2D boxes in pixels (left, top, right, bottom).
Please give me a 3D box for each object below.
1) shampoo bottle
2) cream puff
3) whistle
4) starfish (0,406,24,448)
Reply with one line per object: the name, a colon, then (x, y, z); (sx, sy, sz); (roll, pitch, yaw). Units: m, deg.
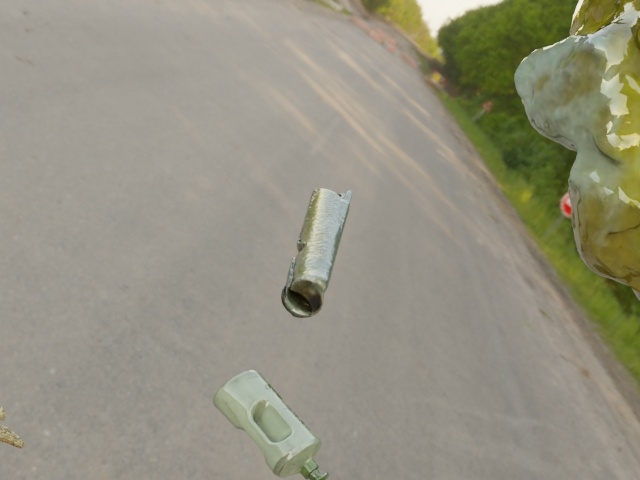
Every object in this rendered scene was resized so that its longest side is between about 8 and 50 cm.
shampoo bottle: (-0.076, 0.338, 1.340); (0.234, 0.087, 0.118); (43, 21, 23)
cream puff: (0.330, -0.072, 0.563); (0.378, 0.378, 0.275); (44, -27, 19)
whistle: (0.000, 0.001, 1.100); (0.326, 0.068, 0.057); (-73, 151, -62)
starfish: (-0.604, 0.265, 1.259); (0.299, 0.060, 0.302); (21, -31, 23)
